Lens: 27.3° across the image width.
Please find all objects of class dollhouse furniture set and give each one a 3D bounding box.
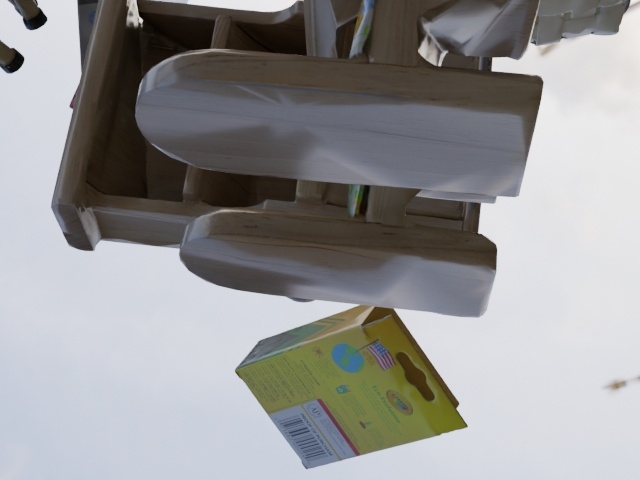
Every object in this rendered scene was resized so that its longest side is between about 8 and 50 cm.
[{"bbox_3d":[-0.026,-0.140,0.689,0.394,0.256,0.362,87,-171,-65],"label":"dollhouse furniture set"}]

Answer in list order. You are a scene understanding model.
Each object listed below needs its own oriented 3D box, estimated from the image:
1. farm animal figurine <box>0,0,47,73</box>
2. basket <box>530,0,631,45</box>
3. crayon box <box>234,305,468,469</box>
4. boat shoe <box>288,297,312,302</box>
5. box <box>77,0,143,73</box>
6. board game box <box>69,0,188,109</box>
[{"bbox_3d":[-0.286,-0.304,1.080,0.327,0.330,0.172,-40,-46,-8],"label":"farm animal figurine"},{"bbox_3d":[0.203,-0.349,1.241,0.254,0.201,0.289,87,180,-54],"label":"basket"},{"bbox_3d":[0.054,0.204,1.885,0.202,0.318,0.081,56,-137,-14],"label":"crayon box"},{"bbox_3d":[0.000,0.000,1.062,0.049,0.040,0.142,16,-150,4],"label":"boat shoe"},{"bbox_3d":[-0.186,-0.157,1.200,0.145,0.038,0.186,69,-164,-79],"label":"box"},{"bbox_3d":[-0.212,-0.258,1.580,0.027,0.145,0.281,29,-152,-1],"label":"board game box"}]
